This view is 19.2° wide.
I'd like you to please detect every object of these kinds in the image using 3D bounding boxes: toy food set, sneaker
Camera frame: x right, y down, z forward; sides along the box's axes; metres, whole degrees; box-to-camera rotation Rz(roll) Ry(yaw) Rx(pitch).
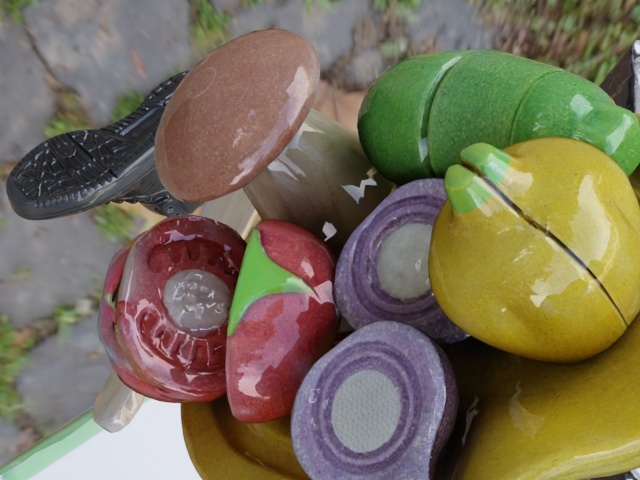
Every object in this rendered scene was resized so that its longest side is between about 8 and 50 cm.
[{"bbox_3d":[0.000,0.000,0.459,0.071,0.218,0.128,43,71,-33],"label":"toy food set"},{"bbox_3d":[-0.098,-0.038,1.086,0.170,0.089,0.051,-33,57,-23],"label":"sneaker"}]

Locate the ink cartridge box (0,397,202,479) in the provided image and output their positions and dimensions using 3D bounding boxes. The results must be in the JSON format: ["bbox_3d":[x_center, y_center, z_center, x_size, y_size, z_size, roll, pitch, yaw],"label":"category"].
[{"bbox_3d":[-0.093,0.138,0.879,0.201,0.278,0.117,-32,89,-36],"label":"ink cartridge box"}]

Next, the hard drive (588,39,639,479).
[{"bbox_3d":[0.281,0.049,1.155,0.237,0.064,0.339,18,53,-12],"label":"hard drive"}]
